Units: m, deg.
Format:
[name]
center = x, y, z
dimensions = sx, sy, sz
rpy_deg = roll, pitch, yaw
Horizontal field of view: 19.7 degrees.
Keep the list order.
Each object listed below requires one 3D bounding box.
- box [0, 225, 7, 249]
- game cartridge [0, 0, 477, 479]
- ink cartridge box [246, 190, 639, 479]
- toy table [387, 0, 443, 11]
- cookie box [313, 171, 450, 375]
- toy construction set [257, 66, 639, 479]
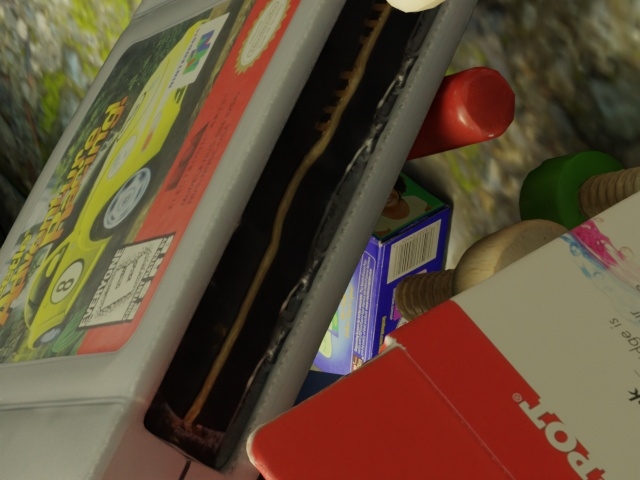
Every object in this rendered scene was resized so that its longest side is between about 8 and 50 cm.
[box]
center = -0.316, 0.253, 0.944
dimensions = 0.472, 0.297, 0.480
rpy_deg = 56, 129, 43
[game cartridge]
center = -0.048, -0.008, 0.618
dimensions = 0.060, 0.294, 0.196
rpy_deg = 32, 159, -19
[ink cartridge box]
center = 0.097, 0.065, 0.495
dimensions = 0.134, 0.231, 0.078
rpy_deg = 50, 146, 20
[toy table]
center = 0.019, -0.203, 0.476
dimensions = 0.274, 0.161, 0.252
rpy_deg = 55, 148, 10
[cookie box]
center = 0.000, 0.000, 0.769
dimensions = 0.107, 0.040, 0.092
rpy_deg = 38, 140, 33
[toy construction set]
center = 0.019, 0.108, 0.664
dimensions = 0.237, 0.257, 0.309
rpy_deg = -9, 84, 60
